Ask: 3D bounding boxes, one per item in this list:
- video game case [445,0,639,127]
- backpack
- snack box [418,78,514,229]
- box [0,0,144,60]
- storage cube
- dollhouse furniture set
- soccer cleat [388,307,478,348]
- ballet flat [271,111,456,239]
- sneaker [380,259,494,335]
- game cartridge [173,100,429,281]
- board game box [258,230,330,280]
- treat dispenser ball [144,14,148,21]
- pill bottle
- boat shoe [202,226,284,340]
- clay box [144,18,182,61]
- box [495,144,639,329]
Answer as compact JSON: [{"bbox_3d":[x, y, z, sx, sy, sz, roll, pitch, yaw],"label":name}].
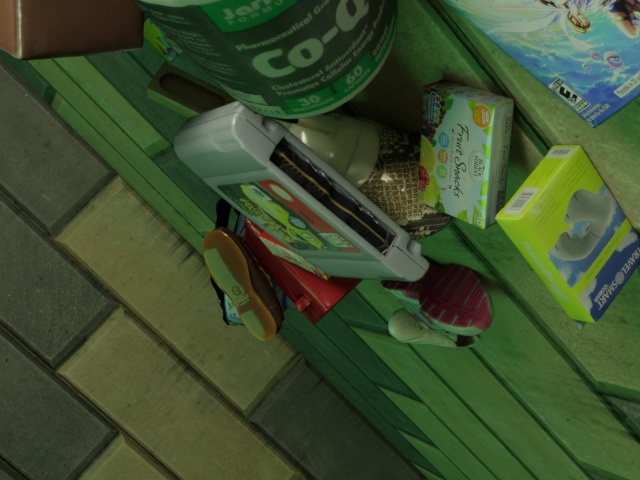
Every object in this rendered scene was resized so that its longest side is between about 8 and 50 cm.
[{"bbox_3d":[0.173,-0.218,0.572,0.244,0.061,0.269,43,166,3],"label":"video game case"},{"bbox_3d":[-0.108,0.054,1.668,0.213,0.263,0.276,14,161,11],"label":"backpack"},{"bbox_3d":[0.156,-0.095,0.894,0.100,0.037,0.141,27,130,42],"label":"snack box"},{"bbox_3d":[-0.245,-0.367,0.699,0.191,0.143,0.381,32,123,35],"label":"box"},{"bbox_3d":[0.000,0.000,1.357,0.193,0.215,0.183,47,166,5],"label":"storage cube"},{"bbox_3d":[-0.158,-0.261,1.096,0.144,0.151,0.123,27,155,2],"label":"dollhouse furniture set"},{"bbox_3d":[0.204,0.159,1.473,0.196,0.068,0.076,15,173,-40],"label":"soccer cleat"},{"bbox_3d":[-0.020,-0.119,1.121,0.182,0.164,0.483,29,179,-38],"label":"ballet flat"},{"bbox_3d":[0.207,0.102,1.343,0.111,0.103,0.252,48,173,-27],"label":"sneaker"},{"bbox_3d":[-0.030,-0.045,0.963,0.294,0.060,0.196,39,165,-24],"label":"game cartridge"},{"bbox_3d":[0.021,-0.043,1.203,0.147,0.193,0.045,22,156,52],"label":"board game box"},{"bbox_3d":[-0.321,-0.366,0.980,0.288,0.288,0.288,39,165,12],"label":"treat dispenser ball"},{"bbox_3d":[-0.067,-0.250,0.660,0.204,0.204,0.361,37,-179,20],"label":"pill bottle"},{"bbox_3d":[-0.125,0.067,1.364,0.206,0.073,0.073,64,-155,-12],"label":"boat shoe"},{"bbox_3d":[-0.248,-0.356,1.286,0.127,0.053,0.222,46,165,-18],"label":"clay box"},{"bbox_3d":[0.269,0.002,0.852,0.178,0.109,0.042,49,163,-23],"label":"box"}]
